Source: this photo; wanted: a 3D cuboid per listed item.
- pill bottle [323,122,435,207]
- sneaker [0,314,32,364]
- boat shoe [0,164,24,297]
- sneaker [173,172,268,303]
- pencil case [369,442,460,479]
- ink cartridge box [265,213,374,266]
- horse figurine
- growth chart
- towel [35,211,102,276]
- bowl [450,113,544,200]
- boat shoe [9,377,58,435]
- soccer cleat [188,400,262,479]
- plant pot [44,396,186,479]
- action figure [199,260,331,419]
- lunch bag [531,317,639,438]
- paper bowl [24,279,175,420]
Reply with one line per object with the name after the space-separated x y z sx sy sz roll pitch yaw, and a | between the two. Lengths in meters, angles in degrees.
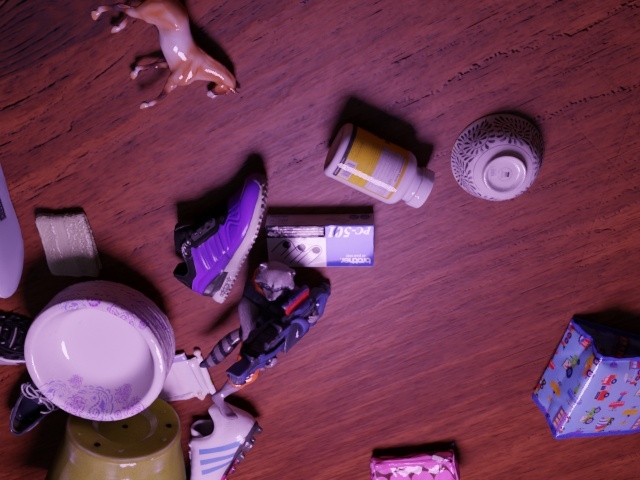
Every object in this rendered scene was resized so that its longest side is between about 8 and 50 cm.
0.106 -0.128 1.259 0.184 0.103 0.103 24 119 -11 | pill bottle
-0.716 0.221 1.518 0.272 0.100 0.108 7 145 -5 | sneaker
-0.656 -0.033 1.346 0.105 0.113 0.306 1 118 10 | boat shoe
-0.203 -0.013 1.341 0.146 0.102 0.293 22 119 -9 | sneaker
0.218 0.535 1.651 0.209 0.095 0.098 -10 150 8 | pencil case
0.000 0.000 1.372 0.207 0.046 0.097 0 122 2 | ink cartridge box
-0.264 -0.335 1.177 0.175 0.066 0.263 -12 122 16 | horse figurine
-0.359 0.303 1.580 0.237 0.021 0.172 -6 119 6 | growth chart
-0.503 0.010 1.411 0.110 0.027 0.148 -2 120 3 | towel
0.323 -0.133 1.260 0.170 0.080 0.170 1 120 2 | bowl
-0.625 0.342 1.581 0.095 0.079 0.254 38 115 -18 | boat shoe
-0.257 0.500 1.654 0.143 0.116 0.331 34 117 5 | soccer cleat
-0.447 0.534 1.546 0.367 0.366 0.353 11 113 -4 | plant pot
-0.138 0.182 1.359 0.178 0.341 0.330 31 118 15 | action figure
0.638 0.307 1.488 0.293 0.138 0.221 10 118 -14 | lunch bag
-0.441 0.213 1.448 0.284 0.148 0.284 2 114 4 | paper bowl
